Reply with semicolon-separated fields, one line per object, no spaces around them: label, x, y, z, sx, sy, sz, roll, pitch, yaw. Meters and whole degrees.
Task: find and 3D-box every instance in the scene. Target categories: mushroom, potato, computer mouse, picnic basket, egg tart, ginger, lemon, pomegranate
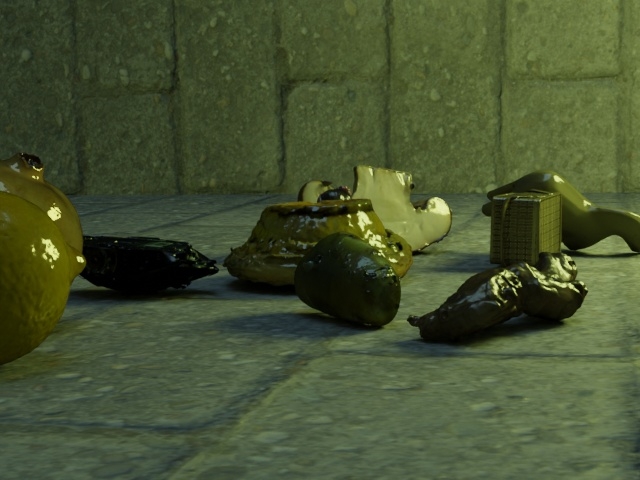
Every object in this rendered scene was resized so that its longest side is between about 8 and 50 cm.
mushroom;0.076;-0.043;2.101;0.286;0.156;0.151;9;-10;-22
potato;0.032;0.048;1.446;0.085;0.105;0.188;16;8;-34
computer mouse;-0.258;0.037;1.689;0.242;0.077;0.146;5;8;18
picnic basket;0.329;-0.019;1.912;0.079;0.115;0.164;4;8;24
egg tart;0.000;0.000;1.773;0.294;0.123;0.294;0;5;0
ginger;0.222;0.068;1.385;0.122;0.084;0.290;-25;-7;41
lemon;-0.353;0.040;1.207;0.244;0.187;0.187;-11;11;-35
pomegranate;-0.393;0.008;1.408;0.233;0.233;0.233;-1;6;0

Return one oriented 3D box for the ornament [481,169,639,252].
ornament;0.433;-0.037;2.038;0.230;0.061;0.245;37;-29;-19

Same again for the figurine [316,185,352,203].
figurine;0.029;-0.024;1.947;0.054;0.129;0.072;-1;5;44
